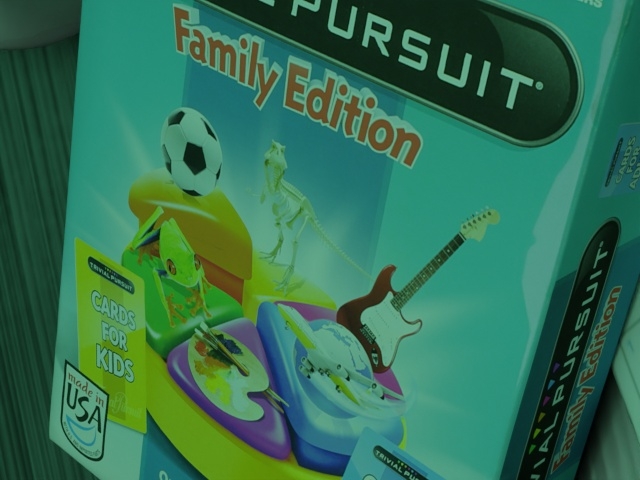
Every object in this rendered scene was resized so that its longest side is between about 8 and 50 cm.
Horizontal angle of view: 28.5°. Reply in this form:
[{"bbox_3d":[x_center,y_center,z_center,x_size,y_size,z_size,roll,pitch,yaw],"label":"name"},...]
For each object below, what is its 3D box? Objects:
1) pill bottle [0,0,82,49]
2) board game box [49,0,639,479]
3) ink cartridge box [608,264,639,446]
[{"bbox_3d":[-0.251,-0.208,0.684,0.323,0.181,0.181,14,103,37],"label":"pill bottle"},{"bbox_3d":[0.000,0.000,0.532,0.254,0.079,0.336,29,123,33],"label":"board game box"},{"bbox_3d":[0.236,0.071,0.353,0.308,0.091,0.385,-54,44,49],"label":"ink cartridge box"}]
